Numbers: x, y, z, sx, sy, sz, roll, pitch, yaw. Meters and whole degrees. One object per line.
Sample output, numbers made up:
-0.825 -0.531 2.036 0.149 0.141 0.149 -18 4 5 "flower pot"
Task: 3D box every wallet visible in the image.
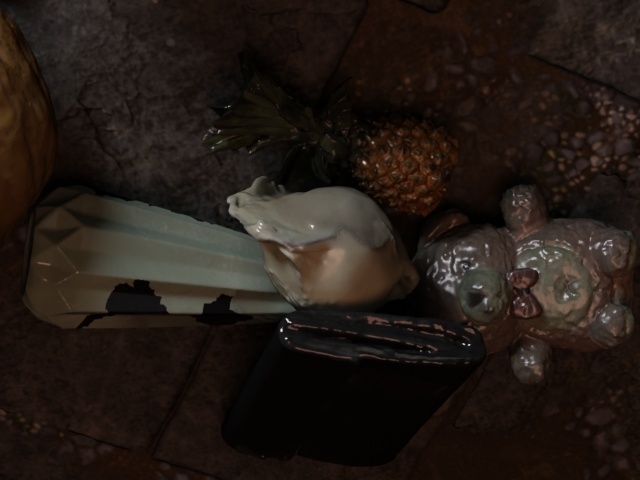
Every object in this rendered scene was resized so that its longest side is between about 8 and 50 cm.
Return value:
0.026 0.177 1.968 0.228 0.062 0.406 5 156 -10 "wallet"

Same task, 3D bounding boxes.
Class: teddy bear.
0.236 0.051 2.001 0.267 0.151 0.236 1 94 -8 "teddy bear"

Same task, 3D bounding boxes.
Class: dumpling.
0.000 0.000 1.876 0.258 0.193 0.147 18 110 -42 "dumpling"

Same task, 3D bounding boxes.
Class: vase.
-0.155 0.035 1.962 0.360 0.165 0.165 8 117 -14 "vase"

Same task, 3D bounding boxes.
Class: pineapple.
0.011 -0.114 1.916 0.277 0.119 0.130 21 159 -14 "pineapple"

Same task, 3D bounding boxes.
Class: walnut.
-0.429 -0.124 1.771 0.306 0.306 0.344 -26 114 9 "walnut"

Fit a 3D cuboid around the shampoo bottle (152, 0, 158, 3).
-0.089 -0.297 1.825 0.192 0.074 0.074 -10 119 2 "shampoo bottle"
